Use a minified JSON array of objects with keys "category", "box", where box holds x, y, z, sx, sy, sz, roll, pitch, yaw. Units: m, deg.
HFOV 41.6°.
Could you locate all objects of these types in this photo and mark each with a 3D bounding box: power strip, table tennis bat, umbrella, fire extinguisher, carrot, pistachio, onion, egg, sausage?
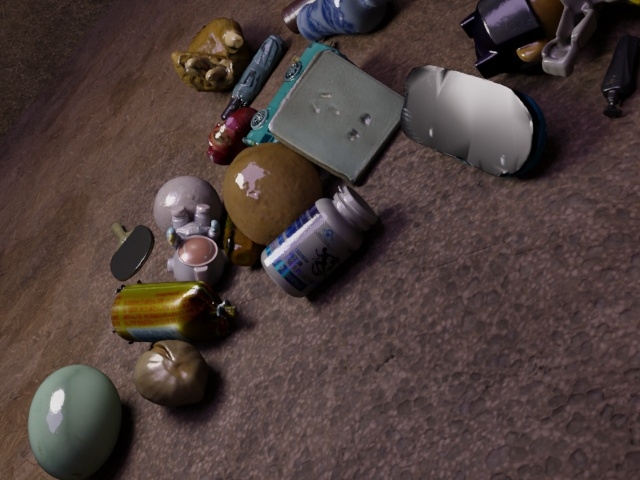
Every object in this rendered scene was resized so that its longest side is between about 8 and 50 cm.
[{"category":"power strip","box":[0.035,-0.223,1.563,0.213,0.064,0.198,35,84,13]},{"category":"table tennis bat","box":[-0.468,0.013,2.030,0.138,0.022,0.246,-50,34,1]},{"category":"umbrella","box":[-0.164,-0.390,2.030,0.052,0.053,0.250,18,72,54]},{"category":"fire extinguisher","box":[0.018,-0.583,1.997,0.231,0.071,0.099,-30,11,27]},{"category":"carrot","box":[-0.145,-0.026,1.630,0.082,0.082,0.173,-30,38,29]},{"category":"pistachio","box":[-0.267,0.240,1.496,0.185,0.124,0.124,-20,41,61]},{"category":"onion","box":[-0.162,-0.205,1.820,0.150,0.140,0.150,-44,-10,-10]},{"category":"egg","box":[-0.456,0.336,1.566,0.168,0.168,0.230,-35,39,23]},{"category":"sausage","box":[-0.266,0.129,1.588,0.317,0.117,0.125,-8,94,44]}]

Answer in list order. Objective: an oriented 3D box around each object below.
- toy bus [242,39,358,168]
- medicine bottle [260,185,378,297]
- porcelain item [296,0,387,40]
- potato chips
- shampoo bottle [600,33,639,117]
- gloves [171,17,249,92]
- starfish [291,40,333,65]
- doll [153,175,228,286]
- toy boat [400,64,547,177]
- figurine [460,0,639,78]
[{"category":"toy bus","box":[-0.019,-0.259,1.667,0.256,0.128,0.147,-56,36,-4]},{"category":"medicine bottle","box":[0.000,0.000,1.408,0.191,0.107,0.107,-42,34,13]},{"category":"porcelain item","box":[0.050,-0.506,1.828,0.259,0.141,0.141,-4,54,59]},{"category":"potato chips","box":[-0.095,-0.085,1.544,0.196,0.062,0.208,-12,77,13]},{"category":"shampoo bottle","box":[0.427,-0.235,1.202,0.048,0.027,0.137,-8,53,49]},{"category":"gloves","box":[-0.261,-0.459,2.120,0.203,0.155,0.356,-32,20,14]},{"category":"starfish","box":[-0.041,-0.350,1.852,0.138,0.050,0.247,-22,40,39]},{"category":"doll","box":[-0.260,-0.009,1.710,0.151,0.151,0.287,-38,41,18]},{"category":"toy boat","box":[0.251,-0.189,1.314,0.299,0.092,0.134,34,120,49]},{"category":"figurine","box":[0.357,-0.367,1.314,0.309,0.143,0.308,-29,22,13]}]
